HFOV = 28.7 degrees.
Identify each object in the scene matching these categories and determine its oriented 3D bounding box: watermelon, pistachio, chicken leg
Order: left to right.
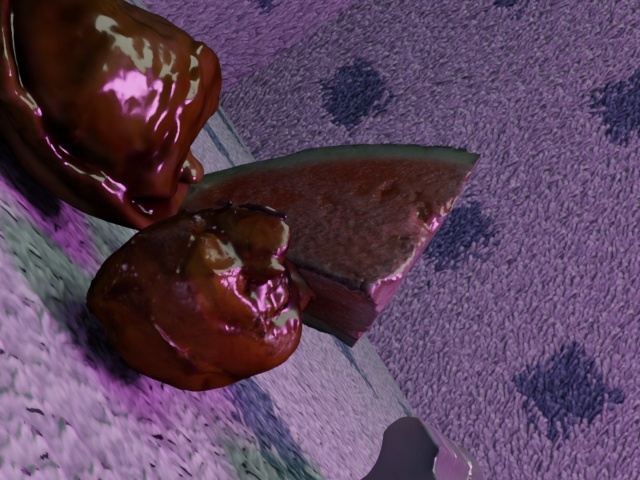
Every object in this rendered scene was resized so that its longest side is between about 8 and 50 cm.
[{"bbox_3d":[-0.128,-0.085,0.723,0.165,0.130,0.210,60,12,19],"label":"pistachio"},{"bbox_3d":[-0.055,0.043,0.734,0.304,0.113,0.093,69,16,-81],"label":"chicken leg"},{"bbox_3d":[-0.002,-0.017,0.822,0.207,0.136,0.202,15,-14,-19],"label":"watermelon"}]

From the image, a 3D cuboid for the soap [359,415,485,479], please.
[{"bbox_3d":[0.089,0.237,0.829,0.208,0.115,0.347,56,2,17],"label":"soap"}]
